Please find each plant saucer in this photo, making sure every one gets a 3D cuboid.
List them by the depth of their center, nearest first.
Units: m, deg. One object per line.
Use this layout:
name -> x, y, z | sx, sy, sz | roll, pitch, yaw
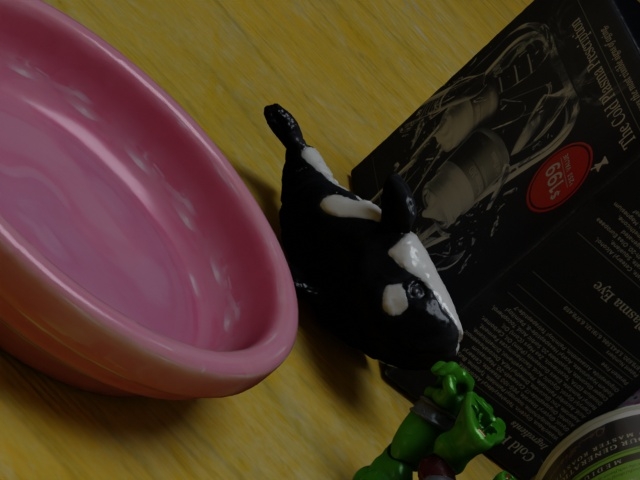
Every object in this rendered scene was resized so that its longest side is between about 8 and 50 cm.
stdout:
plant saucer -> -0.158, -0.024, 1.047 | 0.332, 0.084, 0.332 | 39, 22, -19

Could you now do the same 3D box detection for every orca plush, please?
orca plush -> 0.000, 0.000, 1.300 | 0.102, 0.151, 0.287 | -6, 52, -26

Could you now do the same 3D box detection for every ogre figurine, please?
ogre figurine -> 0.078, 0.177, 1.093 | 0.097, 0.118, 0.197 | 24, 31, -55

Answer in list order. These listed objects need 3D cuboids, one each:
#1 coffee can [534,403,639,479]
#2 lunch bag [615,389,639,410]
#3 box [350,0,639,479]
coffee can -> 0.250, 0.266, 1.150 | 0.201, 0.201, 0.275 | 41, 20, -16
lunch bag -> 0.329, 0.225, 1.447 | 0.279, 0.108, 0.224 | 60, 19, -8
box -> 0.205, -0.029, 1.451 | 0.179, 0.312, 0.343 | 37, 21, -23
